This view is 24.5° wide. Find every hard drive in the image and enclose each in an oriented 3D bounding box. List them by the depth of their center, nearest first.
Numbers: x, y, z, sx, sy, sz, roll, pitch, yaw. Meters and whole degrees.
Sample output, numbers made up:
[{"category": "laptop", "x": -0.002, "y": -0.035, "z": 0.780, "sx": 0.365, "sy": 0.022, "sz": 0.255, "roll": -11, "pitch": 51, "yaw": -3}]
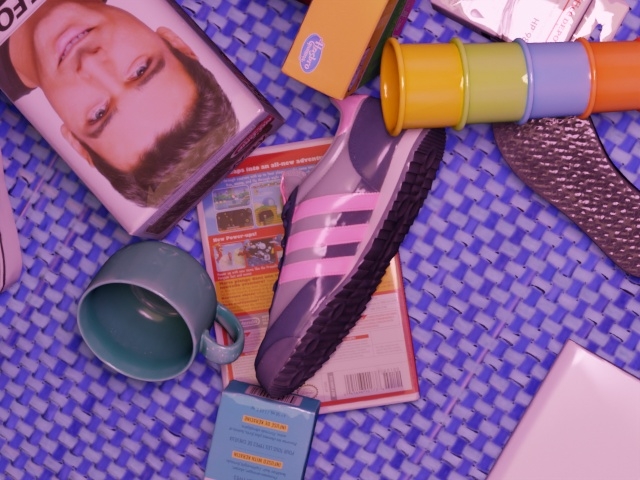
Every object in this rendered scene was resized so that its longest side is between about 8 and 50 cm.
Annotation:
[{"category": "hard drive", "x": 0.266, "y": 0.310, "z": 1.499, "sx": 0.233, "sy": 0.047, "sz": 0.353, "roll": 30, "pitch": 94, "yaw": 6}]

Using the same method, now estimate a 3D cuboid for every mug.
[{"category": "mug", "x": -0.163, "y": 0.074, "z": 1.516, "sx": 0.129, "sy": 0.097, "sz": 0.158, "roll": -34, "pitch": 109, "yaw": 35}]

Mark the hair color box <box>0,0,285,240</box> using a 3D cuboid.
[{"category": "hair color box", "x": -0.233, "y": -0.198, "z": 1.511, "sx": 0.185, "sy": 0.113, "sz": 0.374, "roll": -43, "pitch": 82, "yaw": 5}]

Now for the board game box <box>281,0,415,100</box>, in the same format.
[{"category": "board game box", "x": 0.078, "y": -0.299, "z": 1.389, "sx": 0.064, "sy": 0.242, "sz": 0.316, "roll": 27, "pitch": 107, "yaw": 4}]

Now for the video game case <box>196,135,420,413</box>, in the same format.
[{"category": "video game case", "x": -0.016, "y": 0.040, "z": 1.542, "sx": 0.204, "sy": 0.025, "sz": 0.285, "roll": -8, "pitch": 90, "yaw": 7}]

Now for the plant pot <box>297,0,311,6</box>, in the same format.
[{"category": "plant pot", "x": -0.076, "y": -0.397, "z": 1.323, "sx": 0.267, "sy": 0.236, "sz": 0.267, "roll": 24, "pitch": 93, "yaw": 7}]

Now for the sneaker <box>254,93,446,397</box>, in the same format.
[{"category": "sneaker", "x": 0.000, "y": 0.000, "z": 1.485, "sx": 0.131, "sy": 0.112, "sz": 0.319, "roll": 30, "pitch": 88, "yaw": 21}]

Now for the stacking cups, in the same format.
[{"category": "stacking cups", "x": 0.219, "y": -0.150, "z": 1.422, "sx": 0.316, "sy": 0.096, "sz": 0.096, "roll": -2, "pitch": 90, "yaw": -11}]

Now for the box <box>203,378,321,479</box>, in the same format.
[{"category": "box", "x": -0.075, "y": 0.275, "z": 1.517, "sx": 0.101, "sy": 0.060, "sz": 0.244, "roll": 12, "pitch": 98, "yaw": 4}]

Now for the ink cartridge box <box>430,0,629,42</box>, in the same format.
[{"category": "ink cartridge box", "x": 0.215, "y": -0.242, "z": 1.496, "sx": 0.180, "sy": 0.060, "sz": 0.104, "roll": 29, "pitch": 93, "yaw": 6}]

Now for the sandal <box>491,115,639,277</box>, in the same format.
[{"category": "sandal", "x": 0.263, "y": -0.067, "z": 1.500, "sx": 0.097, "sy": 0.054, "sz": 0.254, "roll": -38, "pitch": 91, "yaw": 15}]

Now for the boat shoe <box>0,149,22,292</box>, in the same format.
[{"category": "boat shoe", "x": -0.397, "y": -0.074, "z": 1.500, "sx": 0.113, "sy": 0.105, "sz": 0.306, "roll": 7, "pitch": 115, "yaw": 31}]
